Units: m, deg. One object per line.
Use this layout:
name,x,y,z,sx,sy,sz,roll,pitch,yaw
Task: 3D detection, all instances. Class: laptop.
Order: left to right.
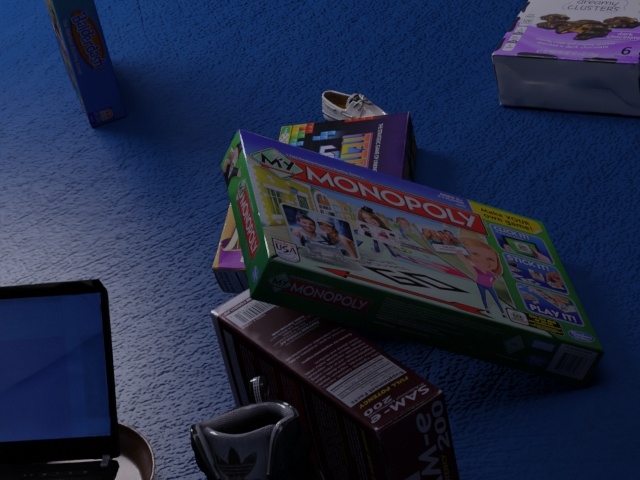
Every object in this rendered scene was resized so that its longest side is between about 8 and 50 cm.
laptop,-0.301,0.172,1.629,0.234,0.137,0.264,-5,35,14

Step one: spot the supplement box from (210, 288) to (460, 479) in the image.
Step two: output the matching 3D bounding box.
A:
supplement box,0.012,0.139,1.625,0.073,0.130,0.239,-30,38,-23

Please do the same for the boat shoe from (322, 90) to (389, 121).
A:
boat shoe,0.040,-0.141,2.097,0.100,0.035,0.035,23,48,41

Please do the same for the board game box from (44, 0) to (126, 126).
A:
board game box,-0.284,-0.259,2.222,0.047,0.210,0.160,-19,35,-8

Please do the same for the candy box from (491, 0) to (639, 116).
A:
candy box,0.297,-0.219,2.088,0.164,0.070,0.196,6,39,27

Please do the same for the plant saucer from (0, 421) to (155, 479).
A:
plant saucer,-0.221,0.220,1.679,0.168,0.029,0.168,-10,34,7

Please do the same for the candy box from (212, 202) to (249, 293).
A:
candy box,0.000,0.000,1.853,0.186,0.053,0.109,5,60,16

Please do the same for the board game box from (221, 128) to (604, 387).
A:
board game box,0.077,0.015,1.702,0.317,0.046,0.213,16,29,-20

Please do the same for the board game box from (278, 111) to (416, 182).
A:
board game box,0.022,-0.061,1.979,0.141,0.048,0.170,-7,35,11

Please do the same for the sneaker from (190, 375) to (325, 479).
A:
sneaker,-0.058,0.225,1.504,0.101,0.153,0.269,-6,35,12
